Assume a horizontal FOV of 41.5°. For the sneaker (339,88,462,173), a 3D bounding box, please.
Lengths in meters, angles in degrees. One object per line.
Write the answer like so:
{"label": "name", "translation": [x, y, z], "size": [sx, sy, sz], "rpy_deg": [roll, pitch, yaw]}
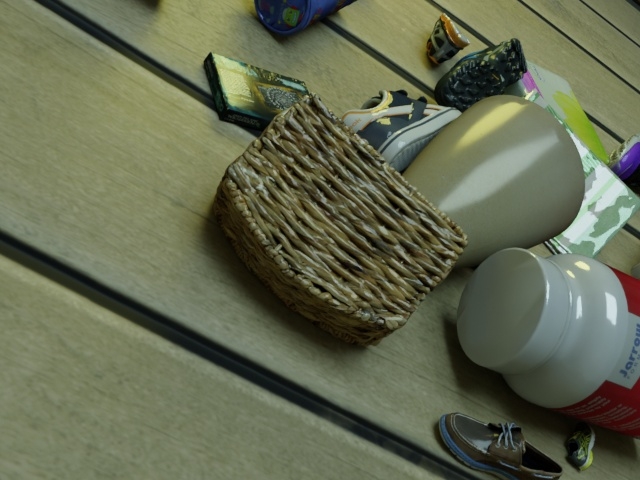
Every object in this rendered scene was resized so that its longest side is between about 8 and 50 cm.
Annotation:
{"label": "sneaker", "translation": [0.140, -0.192, 1.428], "size": [0.127, 0.126, 0.321], "rpy_deg": [41, 27, 16]}

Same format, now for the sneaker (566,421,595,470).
{"label": "sneaker", "translation": [0.384, 0.298, 1.252], "size": [0.035, 0.031, 0.083], "rpy_deg": [35, 37, -12]}

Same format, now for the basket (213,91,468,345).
{"label": "basket", "translation": [0.000, 0.000, 1.126], "size": [0.299, 0.223, 0.213], "rpy_deg": [42, 69, -3]}

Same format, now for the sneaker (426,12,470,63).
{"label": "sneaker", "translation": [0.269, -0.437, 1.846], "size": [0.084, 0.083, 0.215], "rpy_deg": [45, 17, -7]}

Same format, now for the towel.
{"label": "towel", "translation": [0.462, -0.122, 1.660], "size": [0.325, 0.038, 0.248], "rpy_deg": [47, 63, 3]}

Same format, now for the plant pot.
{"label": "plant pot", "translation": [0.226, -0.061, 1.309], "size": [0.274, 0.256, 0.256], "rpy_deg": [-30, 77, -37]}

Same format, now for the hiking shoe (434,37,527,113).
{"label": "hiking shoe", "translation": [0.311, -0.323, 1.746], "size": [0.304, 0.132, 0.113], "rpy_deg": [-32, 105, -43]}

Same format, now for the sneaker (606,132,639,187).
{"label": "sneaker", "translation": [0.781, -0.176, 2.058], "size": [0.146, 0.102, 0.293], "rpy_deg": [52, 36, 10]}

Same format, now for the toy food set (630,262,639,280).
{"label": "toy food set", "translation": [0.752, 0.095, 1.787], "size": [0.219, 0.092, 0.306], "rpy_deg": [58, 37, -1]}

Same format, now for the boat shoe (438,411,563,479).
{"label": "boat shoe", "translation": [0.239, 0.269, 1.109], "size": [0.183, 0.066, 0.066], "rpy_deg": [31, 37, -18]}

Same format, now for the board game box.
{"label": "board game box", "translation": [-0.086, -0.220, 1.318], "size": [0.186, 0.026, 0.126], "rpy_deg": [11, 47, -37]}

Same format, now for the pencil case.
{"label": "pencil case", "translation": [-0.017, -0.470, 1.559], "size": [0.133, 0.119, 0.306], "rpy_deg": [43, 35, 1]}

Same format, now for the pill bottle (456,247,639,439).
{"label": "pill bottle", "translation": [0.410, 0.155, 1.254], "size": [0.408, 0.229, 0.229], "rpy_deg": [21, 41, -28]}

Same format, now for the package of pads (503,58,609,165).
{"label": "package of pads", "translation": [0.497, -0.275, 1.880], "size": [0.229, 0.101, 0.296], "rpy_deg": [15, 45, -34]}
